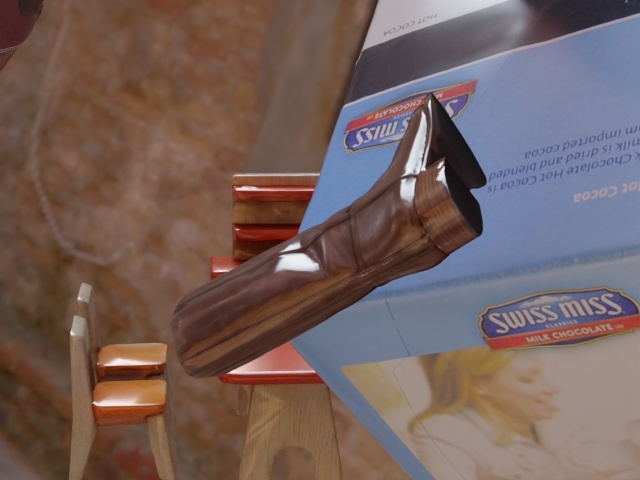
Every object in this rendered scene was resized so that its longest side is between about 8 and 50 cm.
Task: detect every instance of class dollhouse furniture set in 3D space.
[{"bbox_3d":[-0.023,0.048,1.055,0.262,0.135,0.259,-1,14,-4],"label":"dollhouse furniture set"}]

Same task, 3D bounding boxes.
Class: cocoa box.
[{"bbox_3d":[0.197,-0.008,0.719,0.347,0.228,0.231,-12,-47,34],"label":"cocoa box"}]

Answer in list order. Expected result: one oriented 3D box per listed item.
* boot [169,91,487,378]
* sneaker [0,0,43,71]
[{"bbox_3d":[0.000,0.000,0.569,0.037,0.114,0.106,54,17,-14],"label":"boot"},{"bbox_3d":[-0.305,-0.243,1.323,0.106,0.162,0.281,29,-18,29],"label":"sneaker"}]
